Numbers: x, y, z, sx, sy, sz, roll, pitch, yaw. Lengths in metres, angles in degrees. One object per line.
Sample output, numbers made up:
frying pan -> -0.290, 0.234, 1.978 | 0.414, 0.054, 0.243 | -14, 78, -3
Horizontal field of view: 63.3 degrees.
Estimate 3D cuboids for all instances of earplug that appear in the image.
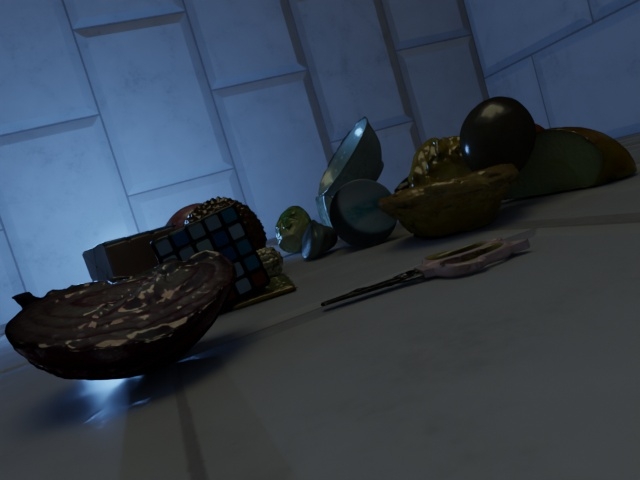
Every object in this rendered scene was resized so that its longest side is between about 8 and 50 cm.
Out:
earplug -> 0.111, -0.063, 1.547 | 0.185, 0.184, 0.324 | -17, -3, -3

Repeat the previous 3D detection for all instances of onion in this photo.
onion -> -0.264, 0.128, 0.711 | 0.315, 0.146, 0.280 | -8, 17, -5

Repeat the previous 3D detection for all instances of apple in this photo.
apple -> 0.630, -0.193, 1.368 | 0.346, 0.254, 0.179 | -11, 49, 59

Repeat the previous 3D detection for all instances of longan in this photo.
longan -> 0.443, -0.255, 1.307 | 0.198, 0.212, 0.198 | 10, 7, -1

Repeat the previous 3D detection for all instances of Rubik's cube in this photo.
Rubik's cube -> -0.561, 0.093, 1.601 | 0.225, 0.221, 0.231 | -21, 6, -40
Rubik's cube -> -0.232, 0.045, 1.091 | 0.182, 0.187, 0.184 | -26, 8, -15

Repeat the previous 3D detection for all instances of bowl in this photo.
bowl -> 0.130, -0.257, 1.794 | 0.146, 0.313, 0.313 | 28, -6, -12

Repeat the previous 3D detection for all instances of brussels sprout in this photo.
brussels sprout -> -0.090, -0.032, 1.850 | 0.161, 0.144, 0.180 | -51, 18, 47

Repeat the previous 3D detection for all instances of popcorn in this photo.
popcorn -> 0.367, -0.188, 1.481 | 0.250, 0.250, 0.190 | -17, -13, 1

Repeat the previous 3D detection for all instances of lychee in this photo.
lychee -> -0.282, 0.014, 1.486 | 0.268, 0.267, 0.267 | -17, 4, 1

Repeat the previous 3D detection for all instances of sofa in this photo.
sofa -> 0.113, -0.141, 2.285 | 0.226, 0.175, 0.210 | -18, 4, -8

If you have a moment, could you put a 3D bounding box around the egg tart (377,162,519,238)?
egg tart -> 0.304, -0.085, 1.213 | 0.341, 0.129, 0.341 | -16, 3, 1

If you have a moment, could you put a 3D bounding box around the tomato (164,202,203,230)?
tomato -> -0.418, 0.015, 1.759 | 0.227, 0.270, 0.270 | -26, 8, -24

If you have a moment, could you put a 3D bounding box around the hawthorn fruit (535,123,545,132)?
hawthorn fruit -> 0.613, -0.244, 1.602 | 0.231, 0.263, 0.235 | -54, -13, 6

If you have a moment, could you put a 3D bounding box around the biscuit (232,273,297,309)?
biscuit -> -0.126, 0.108, 1.140 | 0.139, 0.016, 0.231 | -18, 4, -7

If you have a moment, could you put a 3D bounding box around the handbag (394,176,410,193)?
handbag -> 0.346, -0.150, 1.663 | 0.215, 0.155, 0.169 | -17, -4, 9

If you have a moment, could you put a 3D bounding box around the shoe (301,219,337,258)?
shoe -> 0.000, 0.000, 1.574 | 0.100, 0.103, 0.251 | 18, 12, -9

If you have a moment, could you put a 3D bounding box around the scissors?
scissors -> 0.151, 0.048, 0.791 | 0.318, 0.024, 0.160 | -17, 5, -6

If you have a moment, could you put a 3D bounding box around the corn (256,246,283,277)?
corn -> -0.198, 0.081, 1.348 | 0.211, 0.087, 0.087 | -21, 5, -12
